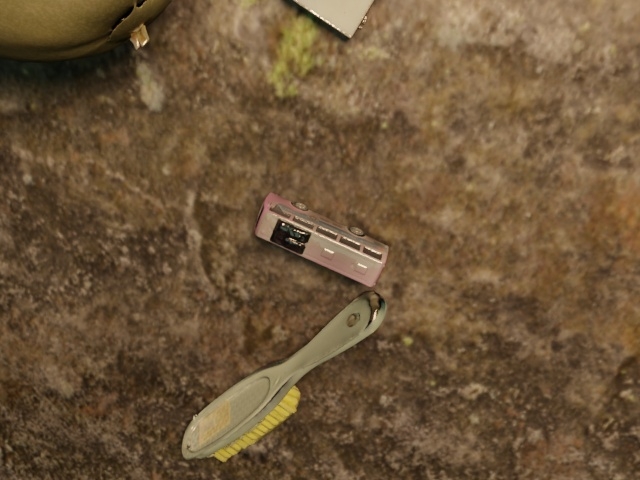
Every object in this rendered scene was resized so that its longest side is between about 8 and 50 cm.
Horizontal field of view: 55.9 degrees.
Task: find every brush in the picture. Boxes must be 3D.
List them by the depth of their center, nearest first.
[{"bbox_3d":[-0.032,0.159,0.647,0.296,0.068,0.060,-39,120,20],"label":"brush"}]

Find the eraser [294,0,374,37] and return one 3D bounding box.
[{"bbox_3d":[0.024,-0.255,0.481,0.103,0.023,0.150,33,114,-4],"label":"eraser"}]

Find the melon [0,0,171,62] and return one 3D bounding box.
[{"bbox_3d":[-0.224,-0.267,0.390,0.268,0.268,0.330,-29,112,20],"label":"melon"}]

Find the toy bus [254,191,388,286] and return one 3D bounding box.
[{"bbox_3d":[0.000,0.000,0.575,0.130,0.052,0.037,24,116,-1],"label":"toy bus"}]
